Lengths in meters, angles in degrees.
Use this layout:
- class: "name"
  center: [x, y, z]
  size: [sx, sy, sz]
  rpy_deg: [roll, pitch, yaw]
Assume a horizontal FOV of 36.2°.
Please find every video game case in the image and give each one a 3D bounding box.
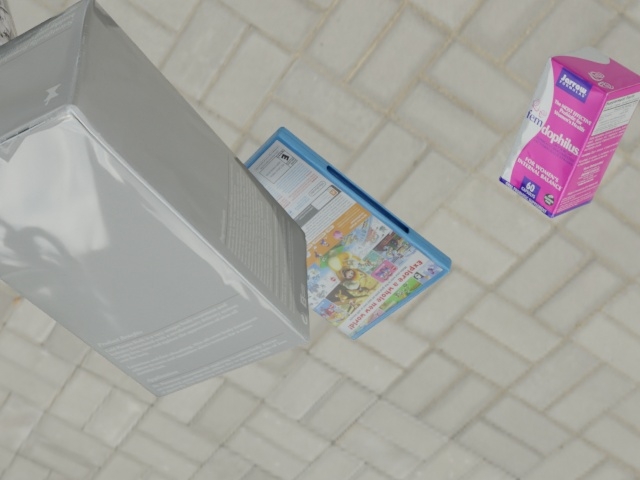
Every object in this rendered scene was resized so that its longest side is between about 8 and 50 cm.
- class: "video game case"
  center: [0.000, 0.000, 0.748]
  size: [0.166, 0.015, 0.119]
  rpy_deg: [38, 130, -15]

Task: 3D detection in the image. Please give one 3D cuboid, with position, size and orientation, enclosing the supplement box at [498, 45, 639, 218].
- class: "supplement box"
  center: [0.369, -0.159, 1.447]
  size: [0.111, 0.114, 0.220]
  rpy_deg: [41, 132, 31]

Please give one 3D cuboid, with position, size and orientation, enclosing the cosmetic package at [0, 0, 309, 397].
- class: "cosmetic package"
  center: [-0.116, -0.013, 0.590]
  size: [0.127, 0.107, 0.238]
  rpy_deg: [-21, 133, 19]

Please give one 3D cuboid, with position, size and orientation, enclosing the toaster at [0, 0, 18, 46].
- class: "toaster"
  center: [-0.298, -0.157, 0.743]
  size: [0.129, 0.146, 0.227]
  rpy_deg: [-15, 158, -19]
